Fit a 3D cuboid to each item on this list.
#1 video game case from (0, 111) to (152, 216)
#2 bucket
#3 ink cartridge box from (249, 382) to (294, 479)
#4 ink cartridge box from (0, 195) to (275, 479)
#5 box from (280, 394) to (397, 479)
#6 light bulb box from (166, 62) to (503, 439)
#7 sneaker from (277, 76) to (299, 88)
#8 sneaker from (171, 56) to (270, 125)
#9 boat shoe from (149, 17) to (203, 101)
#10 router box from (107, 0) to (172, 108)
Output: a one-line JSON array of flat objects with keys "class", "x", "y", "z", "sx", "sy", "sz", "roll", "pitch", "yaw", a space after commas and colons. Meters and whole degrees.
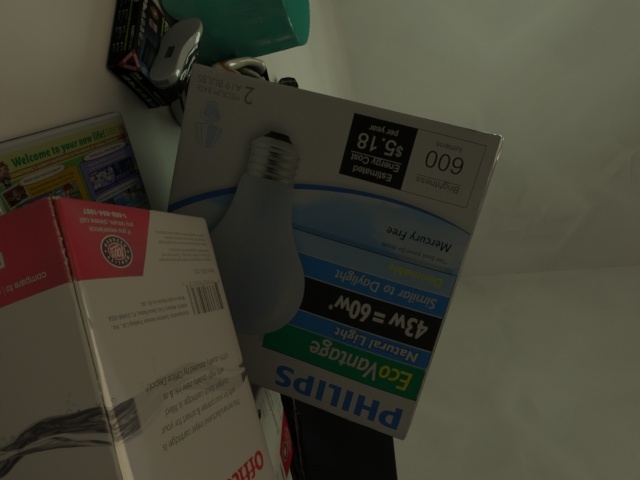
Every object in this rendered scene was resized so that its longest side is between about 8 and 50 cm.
[{"class": "video game case", "x": -0.252, "y": -0.024, "z": 0.513, "sx": 0.212, "sy": 0.023, "sz": 0.193, "roll": -63, "pitch": 146, "yaw": -63}, {"class": "bucket", "x": -0.134, "y": -0.443, "z": 0.807, "sx": 0.281, "sy": 0.183, "sz": 0.281, "roll": -6, "pitch": 90, "yaw": -78}, {"class": "ink cartridge box", "x": -0.134, "y": 0.336, "z": 0.665, "sx": 0.273, "sy": 0.114, "sz": 0.197, "roll": -69, "pitch": 151, "yaw": -60}, {"class": "ink cartridge box", "x": -0.162, "y": 0.121, "z": 0.414, "sx": 0.207, "sy": 0.117, "sz": 0.283, "roll": 8, "pitch": 64, "yaw": -74}, {"class": "box", "x": 0.023, "y": 0.371, "z": 0.949, "sx": 0.296, "sy": 0.182, "sz": 0.294, "roll": -153, "pitch": -125, "yaw": -76}, {"class": "light bulb box", "x": 0.000, "y": 0.000, "z": 0.638, "sx": 0.225, "sy": 0.357, "sz": 0.361, "roll": -36, "pitch": 141, "yaw": -73}, {"class": "sneaker", "x": -0.088, "y": -0.349, "z": 1.257, "sx": 0.073, "sy": 0.063, "sz": 0.162, "roll": 141, "pitch": -51, "yaw": -86}, {"class": "sneaker", "x": -0.138, "y": -0.253, "z": 0.854, "sx": 0.321, "sy": 0.127, "sz": 0.126, "roll": -61, "pitch": 142, "yaw": -69}, {"class": "boat shoe", "x": -0.190, "y": -0.246, "z": 0.641, "sx": 0.040, "sy": 0.049, "sz": 0.142, "roll": 76, "pitch": 22, "yaw": -55}, {"class": "router box", "x": -0.234, "y": -0.255, "z": 0.639, "sx": 0.092, "sy": 0.038, "sz": 0.123, "roll": 51, "pitch": 36, "yaw": -67}]
